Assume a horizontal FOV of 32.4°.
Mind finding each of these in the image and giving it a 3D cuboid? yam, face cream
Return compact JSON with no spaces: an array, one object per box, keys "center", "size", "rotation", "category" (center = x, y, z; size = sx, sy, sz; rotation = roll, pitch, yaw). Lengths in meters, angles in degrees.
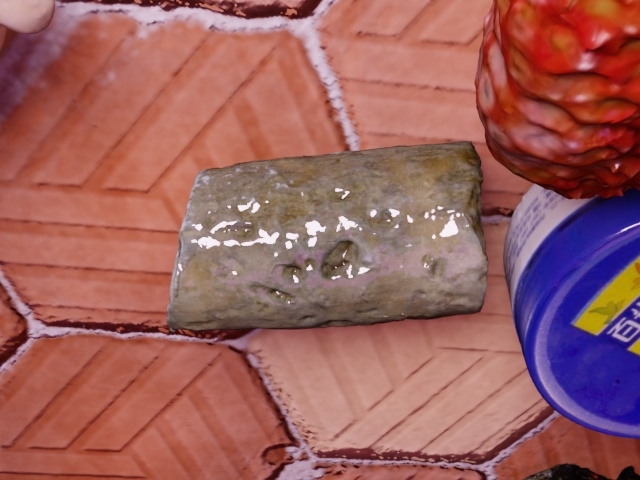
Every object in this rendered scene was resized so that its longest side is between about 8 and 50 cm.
[{"center":[0.000,0.000,0.668],"size":[0.194,0.107,0.107],"rotation":[-5,130,-1],"category":"yam"},{"center":[0.223,0.023,0.708],"size":[0.205,0.111,0.206],"rotation":[-2,129,-3],"category":"face cream"}]

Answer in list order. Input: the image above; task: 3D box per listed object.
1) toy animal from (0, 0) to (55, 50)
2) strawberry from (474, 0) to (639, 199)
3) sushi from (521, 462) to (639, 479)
[{"center":[-0.324,-0.083,0.472],"size":[0.345,0.247,0.277],"rotation":[27,124,-25],"category":"toy animal"},{"center":[0.193,-0.144,0.478],"size":[0.312,0.267,0.351],"rotation":[-11,156,-36],"category":"strawberry"},{"center":[0.246,0.275,0.919],"size":[0.147,0.115,0.212],"rotation":[-40,121,18],"category":"sushi"}]
